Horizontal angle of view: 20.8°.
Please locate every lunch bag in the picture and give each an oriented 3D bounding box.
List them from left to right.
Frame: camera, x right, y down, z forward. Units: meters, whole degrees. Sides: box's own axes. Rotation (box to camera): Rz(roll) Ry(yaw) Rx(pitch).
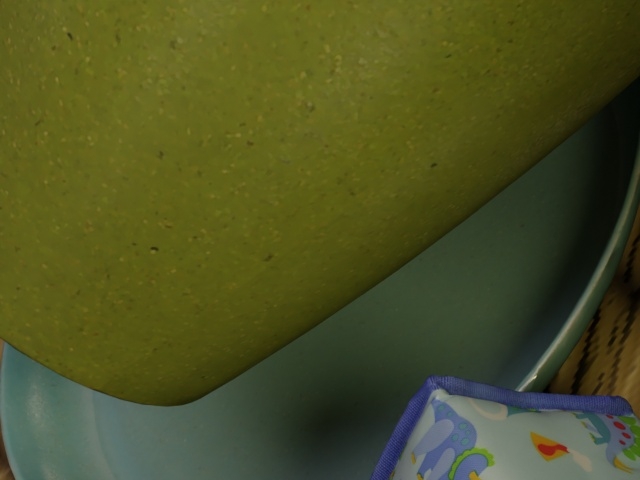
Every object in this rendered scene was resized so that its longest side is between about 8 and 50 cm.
[{"bbox_3d":[0.058,0.138,0.508,0.151,0.096,0.129,-64,31,26],"label":"lunch bag"}]

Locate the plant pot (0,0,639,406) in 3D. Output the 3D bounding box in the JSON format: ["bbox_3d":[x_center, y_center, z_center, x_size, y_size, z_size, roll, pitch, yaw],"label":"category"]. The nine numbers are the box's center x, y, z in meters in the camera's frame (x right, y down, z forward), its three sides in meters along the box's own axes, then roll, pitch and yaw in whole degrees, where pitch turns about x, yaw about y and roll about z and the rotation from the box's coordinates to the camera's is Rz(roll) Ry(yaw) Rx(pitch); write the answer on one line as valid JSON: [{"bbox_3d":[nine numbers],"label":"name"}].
[{"bbox_3d":[-0.015,-0.097,0.606,0.293,0.274,0.275,-53,36,17],"label":"plant pot"}]

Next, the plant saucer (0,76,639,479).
[{"bbox_3d":[0.000,0.000,0.719,0.317,0.043,0.318,-25,43,26],"label":"plant saucer"}]
